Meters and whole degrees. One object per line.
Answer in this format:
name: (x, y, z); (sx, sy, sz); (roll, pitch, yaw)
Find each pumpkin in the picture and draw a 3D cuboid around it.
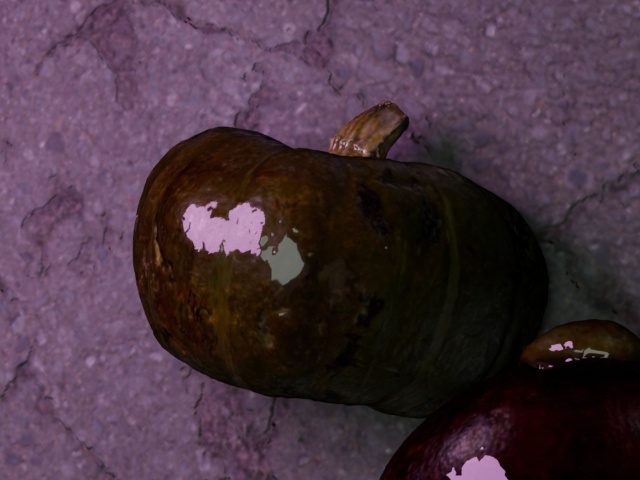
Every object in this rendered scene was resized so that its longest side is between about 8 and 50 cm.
pumpkin: (0.000, 0.000, 1.411); (0.325, 0.232, 0.242); (9, 84, 15)

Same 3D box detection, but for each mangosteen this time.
mangosteen: (0.177, 0.197, 1.297); (0.297, 0.297, 0.293); (1, 83, 18)
